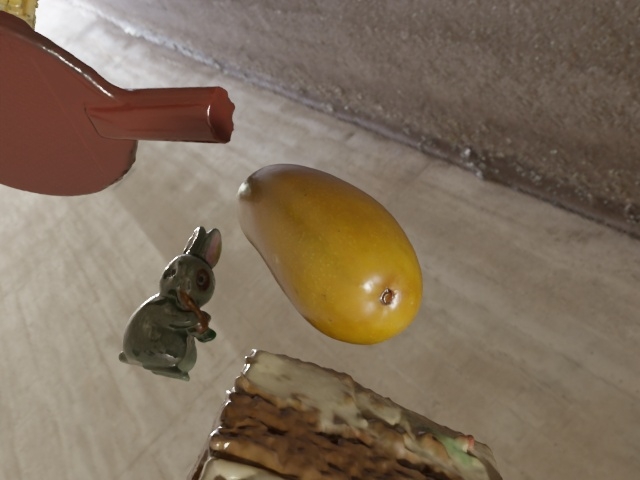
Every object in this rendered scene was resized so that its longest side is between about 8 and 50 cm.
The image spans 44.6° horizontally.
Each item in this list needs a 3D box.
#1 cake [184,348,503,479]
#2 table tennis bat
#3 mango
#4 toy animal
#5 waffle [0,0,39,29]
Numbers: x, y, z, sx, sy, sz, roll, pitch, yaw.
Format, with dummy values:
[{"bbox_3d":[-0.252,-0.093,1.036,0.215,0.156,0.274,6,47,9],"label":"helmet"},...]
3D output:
[{"bbox_3d":[-0.011,0.279,0.580,0.255,0.282,0.290,27,-157,-3],"label":"cake"},{"bbox_3d":[-0.286,-0.134,0.806,0.414,0.051,0.268,4,145,19],"label":"table tennis bat"},{"bbox_3d":[0.000,0.000,0.529,0.184,0.084,0.102,43,158,47],"label":"mango"},{"bbox_3d":[-0.213,0.086,1.148,0.138,0.236,0.108,9,173,3],"label":"toy animal"},{"bbox_3d":[-0.609,-0.451,1.339,0.376,0.260,0.114,-52,52,46],"label":"waffle"}]
